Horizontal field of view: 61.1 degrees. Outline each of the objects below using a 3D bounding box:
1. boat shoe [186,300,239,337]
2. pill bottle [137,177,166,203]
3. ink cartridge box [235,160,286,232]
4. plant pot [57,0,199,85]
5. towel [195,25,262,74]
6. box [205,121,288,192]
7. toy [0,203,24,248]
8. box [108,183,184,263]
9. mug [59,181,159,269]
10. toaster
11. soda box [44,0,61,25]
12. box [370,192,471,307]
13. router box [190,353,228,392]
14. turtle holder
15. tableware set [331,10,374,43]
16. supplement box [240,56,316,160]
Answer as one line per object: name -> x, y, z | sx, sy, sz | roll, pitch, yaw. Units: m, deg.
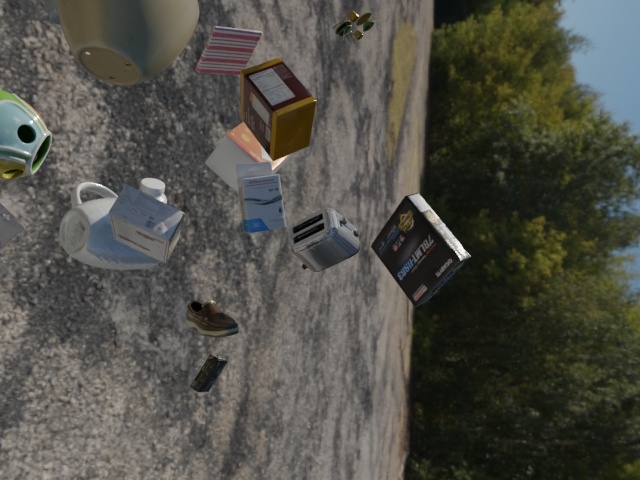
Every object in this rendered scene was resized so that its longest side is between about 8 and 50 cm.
boat shoe -> -0.344, 0.234, 1.673 | 0.095, 0.258, 0.095 | -10, 99, -43
pill bottle -> -0.553, -0.103, 1.746 | 0.103, 0.103, 0.184 | -62, 173, -63
ink cartridge box -> -0.159, -0.116, 1.433 | 0.060, 0.104, 0.180 | -164, -115, -69
plant pot -> -0.413, -0.438, 1.123 | 0.284, 0.284, 0.190 | 59, 37, -65
towel -> -0.269, -0.549, 1.571 | 0.197, 0.144, 0.029 | -39, -117, 54
box -> -0.251, -0.346, 2.119 | 0.168, 0.215, 0.345 | -44, -173, 36
toy -> -0.783, 0.032, 1.229 | 0.237, 0.137, 0.056 | -47, 154, -17
box -> -0.474, -0.036, 1.480 | 0.087, 0.169, 0.290 | -67, -171, -20
mug -> -0.809, -0.065, 2.061 | 0.328, 0.276, 0.374 | 3, 52, -60
toaster -> 0.000, 0.000, 1.677 | 0.146, 0.227, 0.129 | 44, 29, -42
soda box -> -0.607, -0.680, 1.447 | 0.098, 0.286, 0.091 | -1, 70, -62
box -> 0.336, 0.036, 1.891 | 0.293, 0.073, 0.295 | 57, -39, 23
router box -> -0.359, 0.429, 1.753 | 0.122, 0.038, 0.092 | -57, 164, -8
turtle holder -> -0.904, -0.270, 1.506 | 0.243, 0.228, 0.320 | -53, -160, 38
tableware set -> 0.091, -0.548, 1.392 | 0.024, 0.104, 0.154 | 56, 15, 5
supplement box -> -0.127, -0.373, 1.549 | 0.194, 0.129, 0.191 | 54, -24, 21
